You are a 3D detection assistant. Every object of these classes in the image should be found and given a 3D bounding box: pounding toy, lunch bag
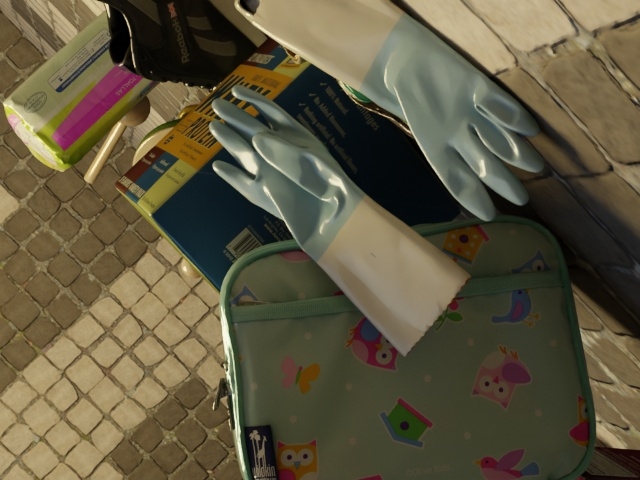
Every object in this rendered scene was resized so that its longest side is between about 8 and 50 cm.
[{"bbox_3d":[-0.201,-0.139,1.572,0.236,0.183,0.110,19,-138,-17],"label":"pounding toy"},{"bbox_3d":[0.056,0.093,0.821,0.108,0.279,0.224,137,126,-84],"label":"lunch bag"}]

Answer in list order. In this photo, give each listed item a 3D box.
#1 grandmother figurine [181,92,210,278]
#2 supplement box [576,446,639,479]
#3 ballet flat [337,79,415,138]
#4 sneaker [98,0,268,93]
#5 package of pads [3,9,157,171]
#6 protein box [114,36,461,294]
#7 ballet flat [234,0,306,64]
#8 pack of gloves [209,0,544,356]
[{"bbox_3d":[-0.050,-0.019,1.112,0.104,0.207,0.342,75,176,-71],"label":"grandmother figurine"},{"bbox_3d":[0.261,0.237,0.913,0.188,0.104,0.081,9,-172,-24],"label":"supplement box"},{"bbox_3d":[0.052,-0.106,0.791,0.114,0.041,0.041,42,171,28],"label":"ballet flat"},{"bbox_3d":[-0.129,-0.184,0.996,0.107,0.124,0.283,36,168,52],"label":"sneaker"},{"bbox_3d":[-0.270,-0.188,1.314,0.101,0.229,0.296,47,172,-10],"label":"package of pads"},{"bbox_3d":[-0.029,-0.038,0.943,0.200,0.201,0.136,49,172,-25],"label":"protein box"},{"bbox_3d":[-0.052,-0.199,0.785,0.168,0.052,0.057,47,172,-14],"label":"ballet flat"},{"bbox_3d":[0.035,-0.067,0.746,0.232,0.195,0.046,43,-146,15],"label":"pack of gloves"}]
